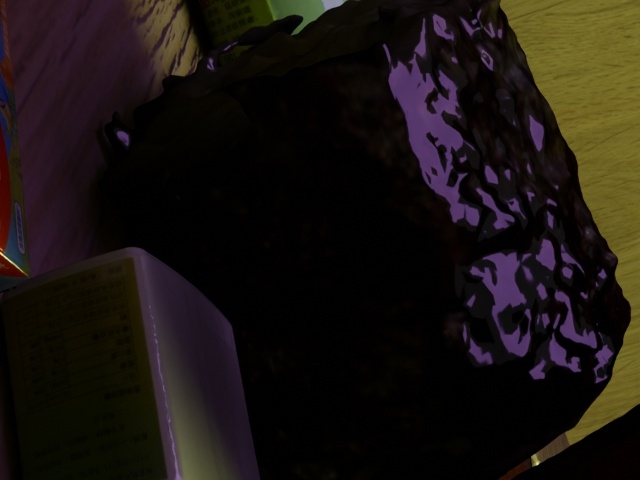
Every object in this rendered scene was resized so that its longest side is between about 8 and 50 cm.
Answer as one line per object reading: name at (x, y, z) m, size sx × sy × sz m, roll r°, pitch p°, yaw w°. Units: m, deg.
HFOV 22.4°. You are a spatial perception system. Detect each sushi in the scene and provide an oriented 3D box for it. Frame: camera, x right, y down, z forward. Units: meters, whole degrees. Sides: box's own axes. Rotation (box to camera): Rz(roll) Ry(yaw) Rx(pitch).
sushi at (0.034, -0.005, 1.066) m, size 0.294 × 0.281 × 0.299 m, roll 63°, pitch 20°, yaw -14°

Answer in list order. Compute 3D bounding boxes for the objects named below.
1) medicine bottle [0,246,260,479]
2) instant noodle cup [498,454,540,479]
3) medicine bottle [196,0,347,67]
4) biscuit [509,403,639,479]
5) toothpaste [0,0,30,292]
medicine bottle at (-0.085, 0.115, 0.797) m, size 0.132 × 0.088 × 0.189 m, roll 50°, pitch 25°, yaw -61°
instant noodle cup at (0.151, 0.258, 1.568) m, size 0.127 × 0.135 × 0.127 m, roll -17°, pitch 90°, yaw -78°
medicine bottle at (-0.040, -0.222, 1.396) m, size 0.139 × 0.139 × 0.225 m, roll -40°, pitch 112°, yaw -78°
biscuit at (0.143, 0.182, 1.010) m, size 0.091 × 0.407 × 0.407 m, roll 62°, pitch 10°, yaw 11°
toothpaste at (-0.178, -0.071, 0.762) m, size 0.070 × 0.044 × 0.193 m, roll 51°, pitch 23°, yaw -56°
